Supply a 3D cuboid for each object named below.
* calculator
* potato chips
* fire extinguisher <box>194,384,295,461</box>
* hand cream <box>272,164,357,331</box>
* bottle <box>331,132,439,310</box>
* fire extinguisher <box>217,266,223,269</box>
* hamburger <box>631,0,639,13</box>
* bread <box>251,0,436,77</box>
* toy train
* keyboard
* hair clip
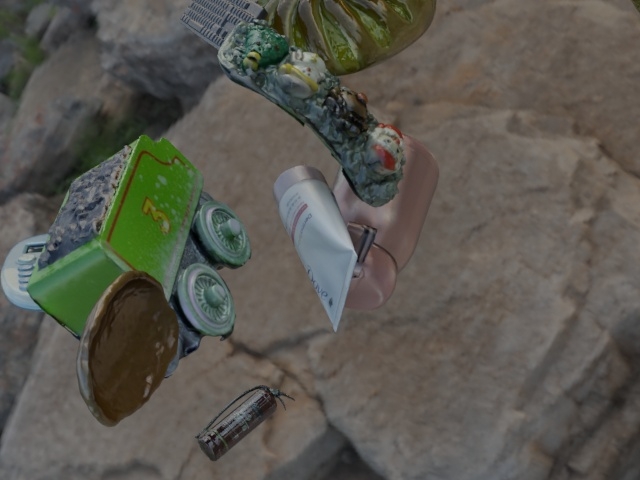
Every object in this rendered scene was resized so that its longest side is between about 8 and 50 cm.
[{"bbox_3d":[-0.357,0.032,1.625,0.303,0.188,0.042,-106,11,-71],"label":"calculator"},{"bbox_3d":[-0.219,0.114,1.245,0.049,0.150,0.202,-8,30,18],"label":"potato chips"},{"bbox_3d":[-0.115,0.267,1.704,0.064,0.158,0.043,41,147,18],"label":"fire extinguisher"},{"bbox_3d":[0.000,0.000,1.588,0.248,0.083,0.133,-114,28,-49],"label":"hand cream"},{"bbox_3d":[0.084,-0.037,1.898,0.206,0.173,0.297,97,-167,-57],"label":"bottle"},{"bbox_3d":[-0.169,0.032,1.644,0.173,0.049,0.035,-4,48,49],"label":"fire extinguisher"},{"bbox_3d":[0.396,-0.284,1.127,0.167,0.288,0.192,-43,57,6],"label":"hamburger"},{"bbox_3d":[0.027,-0.382,1.874,0.332,0.160,0.333,-16,31,10],"label":"bread"},{"bbox_3d":[-0.229,0.020,1.483,0.173,0.249,0.307,-29,31,28],"label":"toy train"},{"bbox_3d":[-0.163,-0.369,1.862,0.101,0.018,0.310,-54,30,5],"label":"keyboard"},{"bbox_3d":[0.010,-0.190,1.578,0.091,0.321,0.138,-34,22,43],"label":"hair clip"}]
